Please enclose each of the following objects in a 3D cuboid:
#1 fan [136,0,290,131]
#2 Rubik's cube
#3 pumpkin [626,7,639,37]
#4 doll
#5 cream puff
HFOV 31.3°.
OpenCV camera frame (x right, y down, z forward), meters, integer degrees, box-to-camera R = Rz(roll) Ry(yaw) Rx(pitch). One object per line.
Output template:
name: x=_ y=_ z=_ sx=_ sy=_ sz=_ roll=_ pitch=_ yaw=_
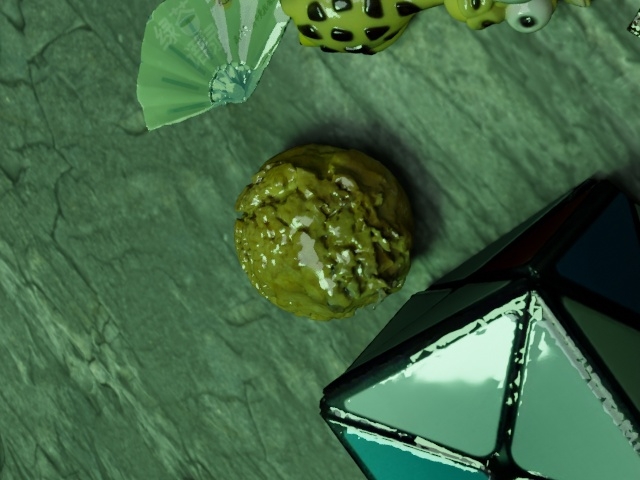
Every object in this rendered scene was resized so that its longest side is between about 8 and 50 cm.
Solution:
fan: x=-0.115 y=-0.191 z=1.140 sx=0.240 sy=0.009 sz=0.131 roll=-35 pitch=89 yaw=34
Rubik's cube: x=0.192 y=0.130 z=0.969 sx=0.248 sy=0.250 sz=0.246 roll=-37 pitch=91 yaw=36
pumpkin: x=0.295 y=-0.180 z=0.900 sx=0.083 sy=0.054 sz=0.074 roll=28 pitch=125 yaw=9
doll: x=0.099 y=-0.213 z=0.973 sx=0.291 sy=0.086 sz=0.117 roll=-5 pitch=148 yaw=27
cream puff: x=0.000 y=0.000 z=1.087 sx=0.189 sy=0.129 sz=0.189 roll=13 pitch=118 yaw=25
